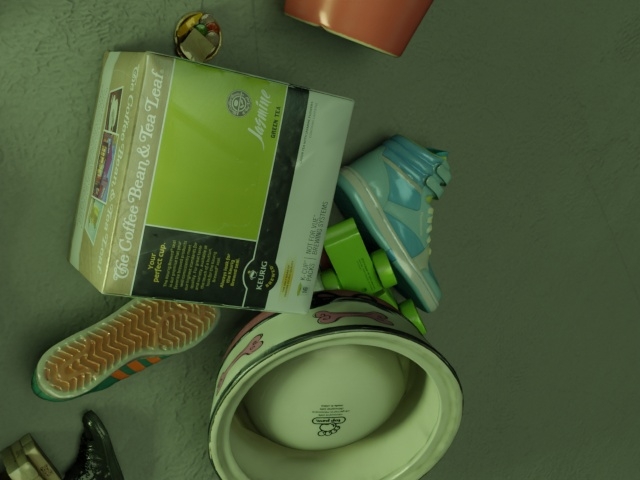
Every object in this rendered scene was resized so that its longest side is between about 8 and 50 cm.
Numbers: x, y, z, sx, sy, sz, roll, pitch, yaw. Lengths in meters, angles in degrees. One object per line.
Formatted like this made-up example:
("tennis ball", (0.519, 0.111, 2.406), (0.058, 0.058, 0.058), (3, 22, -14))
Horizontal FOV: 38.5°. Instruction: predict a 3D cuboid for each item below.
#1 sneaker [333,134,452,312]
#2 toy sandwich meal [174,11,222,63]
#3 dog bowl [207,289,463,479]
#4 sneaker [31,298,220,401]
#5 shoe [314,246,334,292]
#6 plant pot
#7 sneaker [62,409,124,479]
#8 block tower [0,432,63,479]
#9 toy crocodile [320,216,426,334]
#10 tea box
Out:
("sneaker", (0.173, -0.041, 1.586), (0.208, 0.127, 0.319), (-40, 117, -13))
("toy sandwich meal", (-0.185, -0.307, 1.395), (0.086, 0.029, 0.085), (-6, 104, -26))
("dog bowl", (0.014, 0.254, 1.479), (0.408, 0.150, 0.408), (-7, 126, -9))
("sneaker", (-0.300, 0.155, 1.398), (0.302, 0.121, 0.108), (-23, 87, -31))
("shoe", (0.000, 0.000, 1.543), (0.081, 0.063, 0.178), (-29, 118, -21))
("plant pot", (0.075, -0.423, 1.389), (0.275, 0.275, 0.243), (14, 103, -29))
("sneaker", (-0.364, 0.357, 1.432), (0.089, 0.051, 0.170), (-27, 115, -28))
("block tower", (-0.542, 0.426, 1.334), (0.335, 0.091, 0.097), (-36, 114, -17))
("toy crocodile", (0.085, 0.093, 1.540), (0.115, 0.105, 0.340), (-27, 126, 6))
("tea box", (-0.167, -0.085, 1.345), (0.324, 0.220, 0.329), (10, 96, -30))
